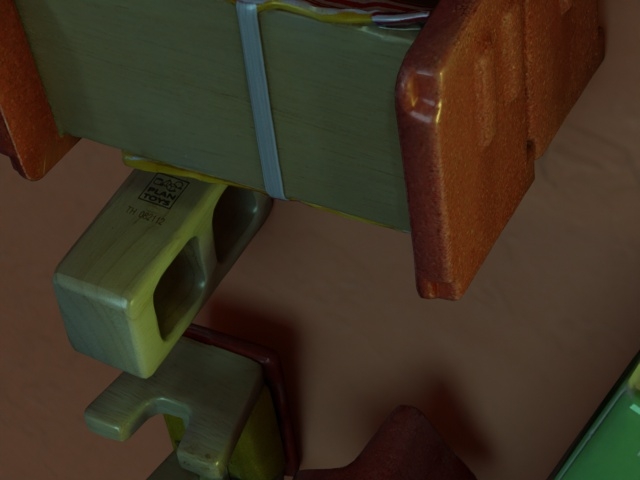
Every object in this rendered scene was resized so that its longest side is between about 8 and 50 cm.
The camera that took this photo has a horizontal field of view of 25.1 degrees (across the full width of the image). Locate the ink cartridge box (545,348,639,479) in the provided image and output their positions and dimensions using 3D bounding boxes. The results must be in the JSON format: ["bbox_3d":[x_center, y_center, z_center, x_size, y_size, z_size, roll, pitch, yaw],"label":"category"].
[{"bbox_3d":[0.167,0.181,0.615,0.201,0.117,0.278,34,129,11],"label":"ink cartridge box"}]

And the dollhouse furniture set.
[{"bbox_3d":[0.000,0.000,0.625,0.201,0.152,0.374,17,141,23],"label":"dollhouse furniture set"}]
